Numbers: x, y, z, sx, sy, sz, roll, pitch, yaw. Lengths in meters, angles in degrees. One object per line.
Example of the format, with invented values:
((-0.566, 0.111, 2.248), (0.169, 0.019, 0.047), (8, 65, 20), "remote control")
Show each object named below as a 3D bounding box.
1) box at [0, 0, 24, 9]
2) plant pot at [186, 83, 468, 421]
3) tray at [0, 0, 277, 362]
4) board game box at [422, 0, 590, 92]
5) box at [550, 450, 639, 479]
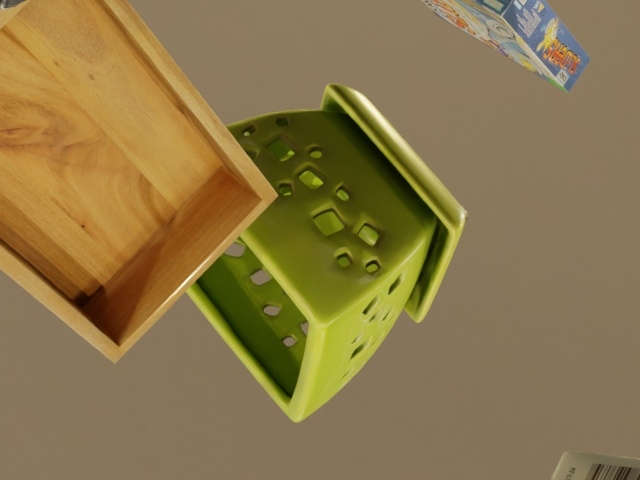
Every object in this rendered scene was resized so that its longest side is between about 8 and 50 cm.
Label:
((-0.083, -0.349, 0.936), (0.312, 0.343, 0.179), (-28, -117, -34), "box")
((0.000, 0.000, 1.618), (0.207, 0.227, 0.228), (-31, -110, -23), "plant pot")
((-0.190, -0.068, 1.303), (0.203, 0.411, 0.076), (-46, -120, -5), "tray")
((0.117, -0.182, 1.271), (0.136, 0.035, 0.201), (35, -177, 24), "board game box")
((0.176, 0.187, 0.964), (0.101, 0.087, 0.102), (2, -140, 32), "box")
